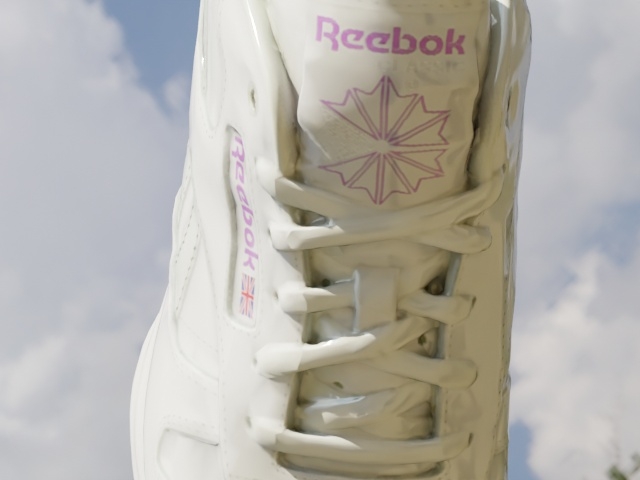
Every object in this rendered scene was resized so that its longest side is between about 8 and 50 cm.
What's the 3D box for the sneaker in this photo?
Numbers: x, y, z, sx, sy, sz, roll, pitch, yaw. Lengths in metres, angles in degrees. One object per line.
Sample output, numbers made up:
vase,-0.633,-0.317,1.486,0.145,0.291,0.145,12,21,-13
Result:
sneaker,0.000,0.000,0.480,0.114,0.305,0.152,0,-5,-2
